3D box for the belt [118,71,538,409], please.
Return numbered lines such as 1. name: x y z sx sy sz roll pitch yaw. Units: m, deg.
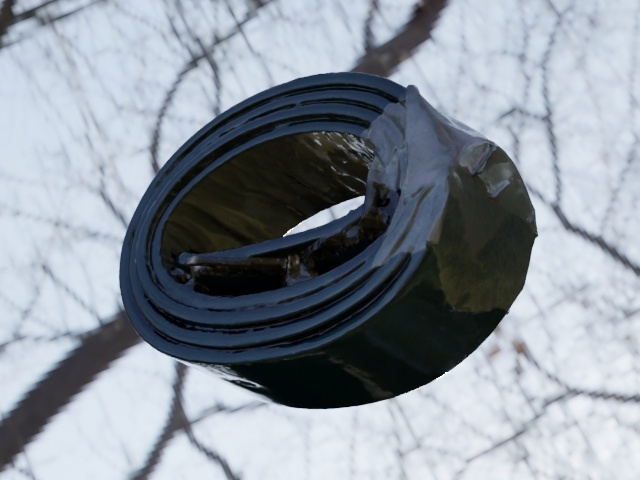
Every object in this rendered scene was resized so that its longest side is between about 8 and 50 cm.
1. belt: -0.002 0.000 1.845 0.436 0.300 0.173 -8 -27 38
